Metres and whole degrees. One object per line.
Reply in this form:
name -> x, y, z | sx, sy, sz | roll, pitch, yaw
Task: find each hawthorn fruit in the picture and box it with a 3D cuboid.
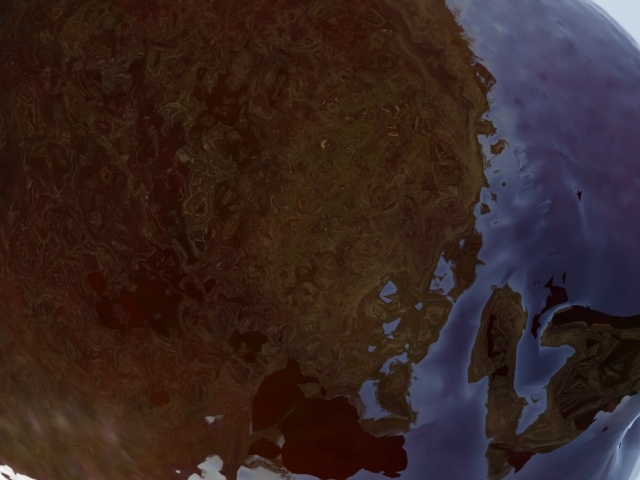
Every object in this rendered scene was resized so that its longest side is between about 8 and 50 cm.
hawthorn fruit -> -0.008, 0.002, 0.715 | 0.295, 0.295, 0.311 | -46, -119, 26
